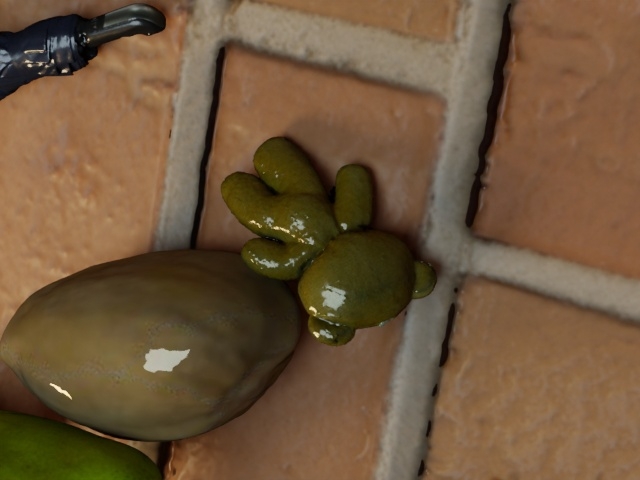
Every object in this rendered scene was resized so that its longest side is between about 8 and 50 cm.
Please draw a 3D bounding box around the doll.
[{"bbox_3d":[0.000,0.000,1.264,0.137,0.097,0.209,-34,65,-10],"label":"doll"}]

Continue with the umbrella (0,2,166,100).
[{"bbox_3d":[-0.262,-0.188,1.351,0.248,0.071,0.071,-18,94,23],"label":"umbrella"}]

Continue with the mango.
[{"bbox_3d":[-0.271,0.237,1.318,0.273,0.185,0.149,7,78,11],"label":"mango"}]

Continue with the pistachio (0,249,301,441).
[{"bbox_3d":[-0.152,0.096,1.308,0.293,0.162,0.181,-7,72,26],"label":"pistachio"}]
